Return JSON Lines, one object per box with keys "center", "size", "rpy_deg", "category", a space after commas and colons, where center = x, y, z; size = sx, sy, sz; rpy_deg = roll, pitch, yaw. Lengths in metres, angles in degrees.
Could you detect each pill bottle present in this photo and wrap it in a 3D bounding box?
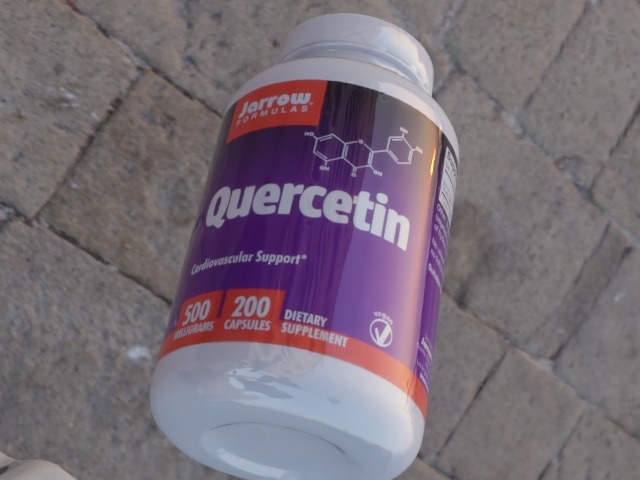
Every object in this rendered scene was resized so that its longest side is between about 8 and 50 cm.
{"center": [0.000, 0.000, 0.791], "size": [0.181, 0.181, 0.323], "rpy_deg": [35, 52, -35], "category": "pill bottle"}

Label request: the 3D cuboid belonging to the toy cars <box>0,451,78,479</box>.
{"center": [-0.059, 0.160, 0.197], "size": [0.176, 0.394, 0.087], "rpy_deg": [5, 124, -16], "category": "toy cars"}
